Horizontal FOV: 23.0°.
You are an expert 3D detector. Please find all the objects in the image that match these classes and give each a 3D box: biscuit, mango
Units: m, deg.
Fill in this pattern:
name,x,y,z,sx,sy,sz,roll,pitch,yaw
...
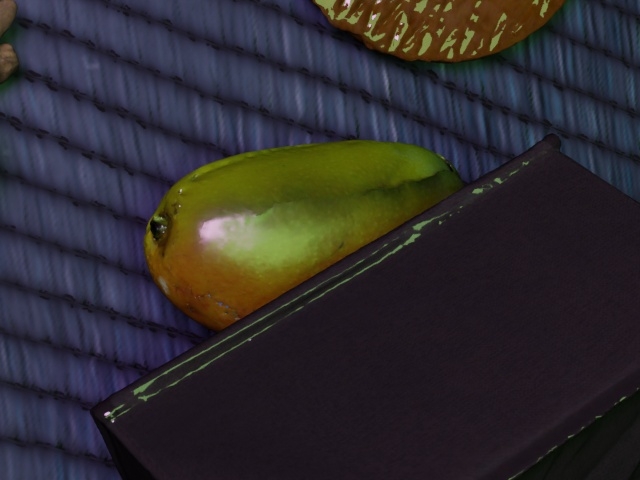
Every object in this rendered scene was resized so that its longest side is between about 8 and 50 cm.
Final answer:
name,x,y,z,sx,sy,sz,roll,pitch,yaw
biscuit,0.077,-0.247,1.058,0.262,0.037,0.262,-2,94,-23
mango,0.000,0.000,1.004,0.233,0.111,0.125,-8,129,-31

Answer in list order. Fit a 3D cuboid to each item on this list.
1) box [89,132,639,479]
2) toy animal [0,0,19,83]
name,x,y,z,sx,sy,sz,roll,pitch,yaw
box,0.085,0.145,0.948,0.345,0.204,0.251,-32,134,-17
toy animal,-0.234,-0.150,0.916,0.214,0.094,0.186,48,71,-10
